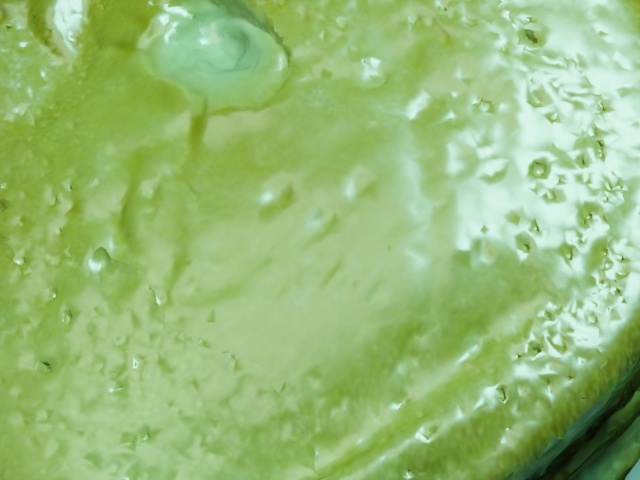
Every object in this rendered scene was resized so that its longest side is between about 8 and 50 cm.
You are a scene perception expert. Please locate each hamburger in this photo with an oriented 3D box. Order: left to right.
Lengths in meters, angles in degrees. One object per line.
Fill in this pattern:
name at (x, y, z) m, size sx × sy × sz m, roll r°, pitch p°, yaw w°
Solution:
hamburger at (0.000, 0.000, 0.388) m, size 0.215 × 0.122 × 0.189 m, roll -43°, pitch 62°, yaw -6°
